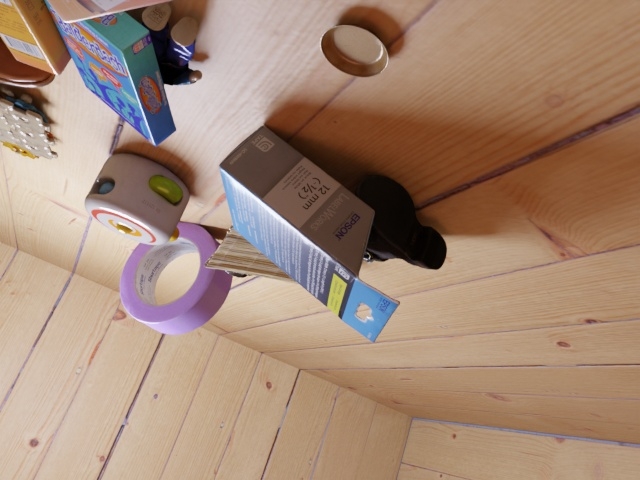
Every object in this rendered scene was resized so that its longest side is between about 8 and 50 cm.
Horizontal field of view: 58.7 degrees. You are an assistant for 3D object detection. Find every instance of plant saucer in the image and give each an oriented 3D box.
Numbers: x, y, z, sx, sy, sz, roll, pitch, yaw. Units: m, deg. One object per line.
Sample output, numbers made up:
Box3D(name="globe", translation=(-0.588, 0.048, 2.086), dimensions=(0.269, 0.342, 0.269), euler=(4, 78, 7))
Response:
Box3D(name="plant saucer", translation=(0.041, -0.225, 0.665), dimensions=(0.084, 0.015, 0.083), euler=(17, 158, 7))

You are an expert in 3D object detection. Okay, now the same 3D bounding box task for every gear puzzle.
Box3D(name="gear puzzle", translation=(-0.638, -0.240, 1.202), dimensions=(0.176, 0.044, 0.339), euler=(24, 161, -14))

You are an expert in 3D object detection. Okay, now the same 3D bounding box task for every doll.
Box3D(name="doll", translation=(-0.221, -0.256, 0.777), dimensions=(0.129, 0.046, 0.189), euler=(27, 163, -16))

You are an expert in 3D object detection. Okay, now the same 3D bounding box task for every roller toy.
Box3D(name="roller toy", translation=(-0.393, -0.079, 1.221), dimensions=(0.191, 0.146, 0.209), euler=(21, 159, -1))

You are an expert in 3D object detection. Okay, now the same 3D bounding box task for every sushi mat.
Box3D(name="sushi mat", translation=(-0.072, 0.042, 1.219), dimensions=(0.317, 0.019, 0.151), euler=(13, 135, -28))

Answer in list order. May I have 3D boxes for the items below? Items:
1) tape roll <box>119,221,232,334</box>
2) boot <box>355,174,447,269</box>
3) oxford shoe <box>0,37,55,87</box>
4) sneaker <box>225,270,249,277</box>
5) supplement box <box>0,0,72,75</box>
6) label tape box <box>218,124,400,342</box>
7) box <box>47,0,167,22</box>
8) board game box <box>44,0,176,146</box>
Box3D(name="tape roll", translation=(-0.363, 0.093, 1.435), dimensions=(0.275, 0.274, 0.090), euler=(9, 156, 26))
Box3D(name="boot", translation=(0.080, -0.020, 1.036), dimensions=(0.229, 0.091, 0.263), euler=(5, 150, 48))
Box3D(name="oxford shoe", translation=(-0.522, -0.309, 0.886), dimensions=(0.212, 0.076, 0.076), euler=(25, 149, -13))
Box3D(name="sneaker", translation=(-0.156, 0.012, 1.251), dimensions=(0.098, 0.135, 0.276), euler=(27, 157, -11))
Box3D(name="supplement box", translation=(-0.389, -0.321, 0.727), dimensions=(0.080, 0.078, 0.233), euler=(22, 158, 4))
Box3D(name="label tape box", translation=(0.000, 0.000, 0.962), dimensions=(0.348, 0.115, 0.249), euler=(37, 161, 12))
Box3D(name="box", translation=(-0.197, -0.297, 0.532), dimensions=(0.171, 0.090, 0.130), euler=(-6, 152, 15))
Box3D(name="board game box", translation=(-0.284, -0.243, 0.781), dimensions=(0.160, 0.047, 0.210), euler=(40, 159, 13))
